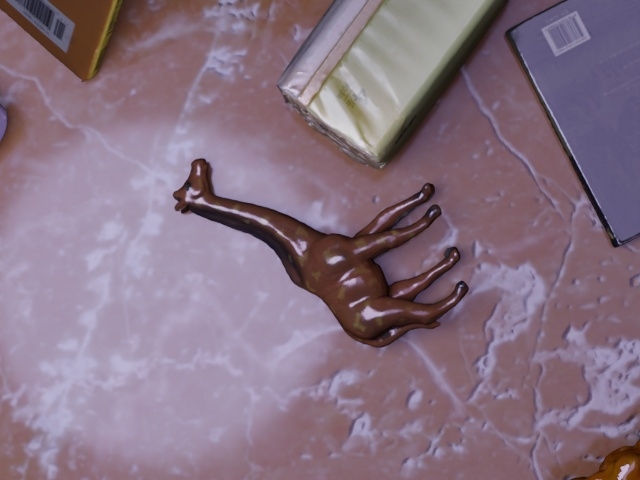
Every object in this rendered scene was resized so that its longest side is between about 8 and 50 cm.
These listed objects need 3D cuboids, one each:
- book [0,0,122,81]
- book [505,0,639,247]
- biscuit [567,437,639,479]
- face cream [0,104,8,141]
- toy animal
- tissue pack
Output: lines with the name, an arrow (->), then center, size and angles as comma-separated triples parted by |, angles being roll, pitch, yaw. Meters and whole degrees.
book -> -0.262, -0.304, 1.439 | 0.262, 0.374, 0.028 | 43, 63, 3
book -> 0.292, -0.129, 1.575 | 0.160, 0.024, 0.228 | -27, 88, 2
biscuit -> 0.385, 0.286, 1.519 | 0.318, 0.110, 0.312 | -36, 90, 1
face cream -> -0.411, -0.173, 1.576 | 0.274, 0.096, 0.154 | 41, 93, 15
toy animal -> 0.000, 0.000, 1.562 | 0.229, 0.066, 0.224 | -21, 88, 6
tissue pack -> 0.073, -0.187, 1.516 | 0.125, 0.159, 0.234 | 37, 90, 2
